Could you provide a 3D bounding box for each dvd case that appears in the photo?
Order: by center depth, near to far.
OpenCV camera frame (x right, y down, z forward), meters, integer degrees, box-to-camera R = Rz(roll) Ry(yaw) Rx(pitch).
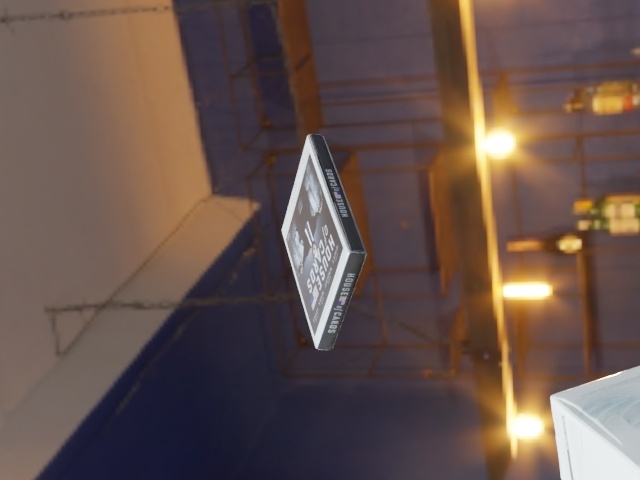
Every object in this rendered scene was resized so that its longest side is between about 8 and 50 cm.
[{"bbox_3d":[0.000,0.000,1.620,0.239,0.029,0.179,-107,26,-45],"label":"dvd case"}]

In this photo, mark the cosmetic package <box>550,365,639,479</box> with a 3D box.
[{"bbox_3d":[0.440,0.256,1.488,0.224,0.224,0.138,-137,33,-66],"label":"cosmetic package"}]
